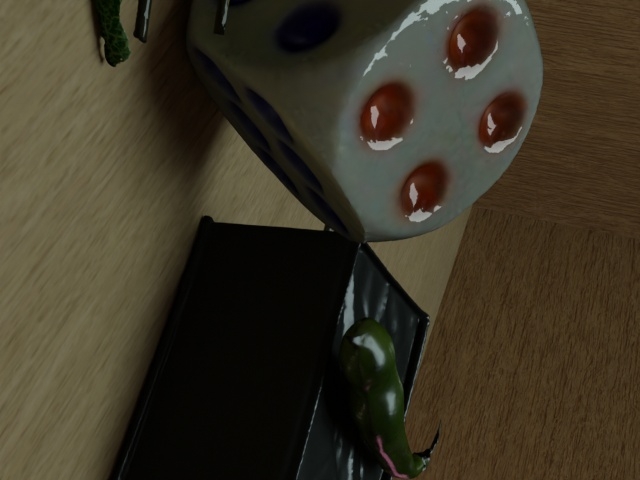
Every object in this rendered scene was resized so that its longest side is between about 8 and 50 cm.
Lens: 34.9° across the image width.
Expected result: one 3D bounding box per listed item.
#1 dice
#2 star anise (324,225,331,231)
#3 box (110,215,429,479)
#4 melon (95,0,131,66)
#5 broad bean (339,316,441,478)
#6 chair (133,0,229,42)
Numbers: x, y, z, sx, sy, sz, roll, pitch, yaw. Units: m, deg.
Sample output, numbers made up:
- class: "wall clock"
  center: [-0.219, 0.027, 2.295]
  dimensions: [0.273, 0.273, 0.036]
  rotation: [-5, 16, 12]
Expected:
- class: "dice"
  center: [0.043, -0.172, 0.988]
  dimensions: [0.251, 0.243, 0.259]
  rotation: [-42, 141, -8]
- class: "star anise"
  center: [0.000, 0.000, 1.647]
  dimensions: [0.148, 0.218, 0.227]
  rotation: [28, 27, -46]
- class: "box"
  center: [-0.044, 0.179, 1.122]
  dimensions: [0.251, 0.204, 0.345]
  rotation: [49, 52, -56]
- class: "melon"
  center: [-0.145, -0.269, 0.806]
  dimensions: [0.114, 0.053, 0.261]
  rotation: [-126, -129, -84]
- class: "broad bean"
  center: [0.069, 0.173, 1.059]
  dimensions: [0.318, 0.056, 0.098]
  rotation: [61, 40, -55]
- class: "chair"
  center: [-0.116, -0.301, 0.634]
  dimensions: [0.160, 0.170, 0.325]
  rotation: [-29, 136, -70]
